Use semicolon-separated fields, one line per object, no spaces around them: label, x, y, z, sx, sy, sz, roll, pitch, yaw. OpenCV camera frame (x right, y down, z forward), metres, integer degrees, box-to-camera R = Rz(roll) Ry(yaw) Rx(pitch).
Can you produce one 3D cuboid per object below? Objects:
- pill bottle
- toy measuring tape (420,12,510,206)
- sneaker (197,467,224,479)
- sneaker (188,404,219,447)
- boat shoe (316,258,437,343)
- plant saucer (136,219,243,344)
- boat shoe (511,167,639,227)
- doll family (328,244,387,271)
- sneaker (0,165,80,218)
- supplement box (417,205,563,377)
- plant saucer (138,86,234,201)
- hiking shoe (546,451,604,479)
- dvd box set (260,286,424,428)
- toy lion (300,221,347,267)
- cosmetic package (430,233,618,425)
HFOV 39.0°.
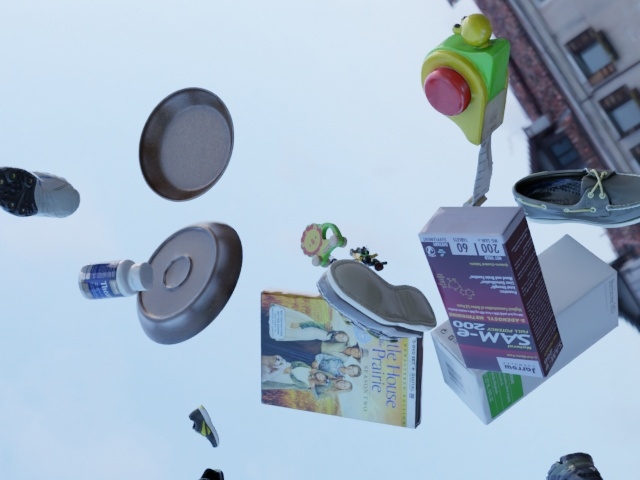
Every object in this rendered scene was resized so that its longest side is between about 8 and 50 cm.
pill bottle;-0.356;0.067;1.577;0.067;0.120;0.067;-6;-90;-71
toy measuring tape;0.198;-0.183;1.286;0.330;0.121;0.121;86;-178;-48
sneaker;-0.214;0.456;1.541;0.235;0.084;0.097;-52;-34;-79
sneaker;-0.200;0.320;1.541;0.083;0.035;0.031;69;167;-16
boat shoe;0.088;0.118;1.600;0.324;0.096;0.117;21;-136;-52
plant saucer;-0.306;0.080;2.011;0.050;0.310;0.311;40;-147;-41
boat shoe;0.530;-0.091;1.795;0.091;0.305;0.109;40;-123;-45
doll family;0.084;0.058;2.412;0.111;0.193;0.076;-140;37;-67
sneaker;-0.513;-0.087;1.579;0.086;0.085;0.237;23;-179;18
supplement box;0.235;0.070;1.235;0.073;0.130;0.239;-48;-54;-39
plant saucer;-0.221;-0.160;1.533;0.036;0.198;0.199;15;-131;-61
hiking shoe;0.367;0.437;1.368;0.086;0.227;0.114;9;-157;-17
dvd box set;0.049;0.288;2.247;0.062;0.420;0.308;-22;-65;-65
toy lion;0.000;0.000;1.839;0.034;0.100;0.096;9;-137;-43
cosmetic package;0.421;0.179;1.845;0.155;0.365;0.197;46;166;43
